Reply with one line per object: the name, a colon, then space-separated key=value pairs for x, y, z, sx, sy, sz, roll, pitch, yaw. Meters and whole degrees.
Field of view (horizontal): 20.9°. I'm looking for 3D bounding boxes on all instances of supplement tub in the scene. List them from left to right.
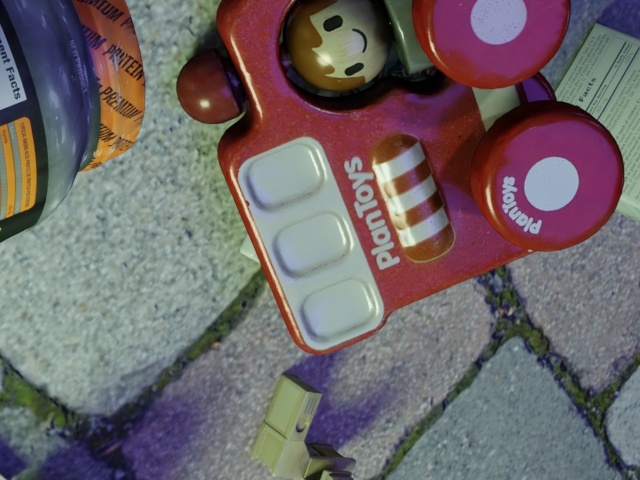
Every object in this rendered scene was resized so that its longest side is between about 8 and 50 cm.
supplement tub: x=-0.263 y=-0.063 z=0.908 sx=0.316 sy=0.193 sz=0.193 roll=-24 pitch=126 yaw=-31

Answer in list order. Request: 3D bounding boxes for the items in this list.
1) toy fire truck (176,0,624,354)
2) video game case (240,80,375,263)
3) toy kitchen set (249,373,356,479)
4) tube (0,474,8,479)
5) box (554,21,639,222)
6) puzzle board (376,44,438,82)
toy fire truck: x=0.045 y=-0.090 z=1.180 sx=0.254 sy=0.169 sz=0.302 roll=-24 pitch=114 yaw=-3
video game case: x=0.023 y=-0.035 z=1.292 sx=0.143 sy=0.019 sz=0.157 roll=30 pitch=85 yaw=-46
toy kitchen set: x=0.006 y=0.156 z=1.351 sx=0.083 sy=0.068 sz=0.075 roll=11 pitch=104 yaw=-45
tube: x=-0.299 y=0.236 z=1.134 sx=0.240 sy=0.062 sz=0.070 roll=-51 pitch=180 yaw=-15
box: x=0.254 y=-0.089 z=1.391 sx=0.072 sy=0.137 sz=0.126 roll=31 pitch=90 yaw=-47
puzzle board: x=0.091 y=-0.133 z=1.299 sx=0.128 sy=0.011 sz=0.096 roll=-10 pitch=110 yaw=-42
